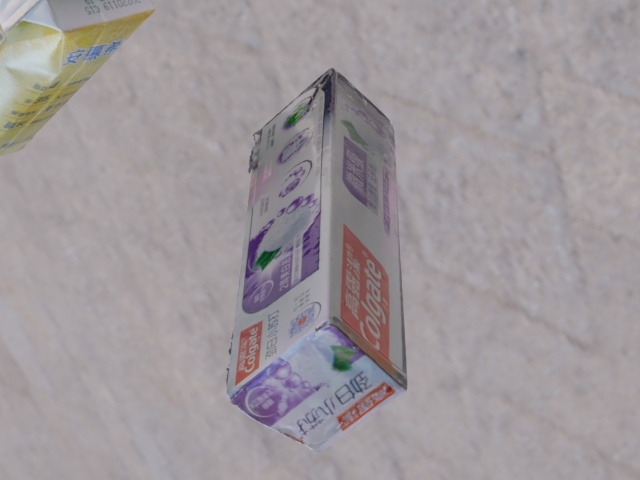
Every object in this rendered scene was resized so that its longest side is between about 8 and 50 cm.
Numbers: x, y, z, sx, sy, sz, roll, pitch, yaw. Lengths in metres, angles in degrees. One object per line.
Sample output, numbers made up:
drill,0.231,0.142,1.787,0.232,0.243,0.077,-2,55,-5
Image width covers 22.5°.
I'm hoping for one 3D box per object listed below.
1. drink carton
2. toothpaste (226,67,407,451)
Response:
drink carton,-0.141,-0.112,0.809,0.200,0.084,0.075,-36,79,44
toothpaste,0.000,0.000,0.581,0.040,0.047,0.196,43,-159,-20
